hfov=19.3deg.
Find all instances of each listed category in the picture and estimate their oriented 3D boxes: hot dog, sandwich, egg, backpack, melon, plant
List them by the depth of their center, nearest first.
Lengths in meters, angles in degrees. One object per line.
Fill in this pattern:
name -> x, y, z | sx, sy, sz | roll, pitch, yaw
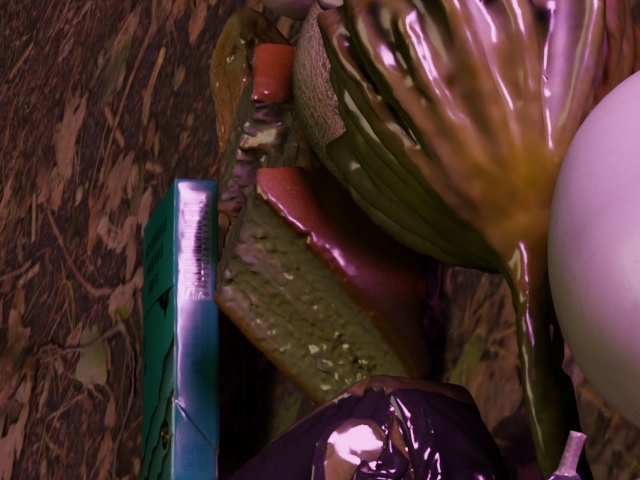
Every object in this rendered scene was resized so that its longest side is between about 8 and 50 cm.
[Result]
egg -> 0.175, -0.001, 0.826 | 0.151, 0.151, 0.209 | -53, 19, 39
plant -> 0.125, -0.009, 0.938 | 0.333, 0.180, 0.251 | 63, 179, 36
backpack -> 0.028, 0.209, 1.009 | 0.207, 0.140, 0.253 | -43, 50, 32
melon -> 0.052, -0.108, 1.174 | 0.139, 0.139, 0.192 | -44, 35, 48
sandwich -> 0.000, 0.000, 1.237 | 0.122, 0.128, 0.236 | 120, 154, -46
hot dog -> -0.036, -0.066, 1.413 | 0.084, 0.073, 0.242 | 126, 147, -45

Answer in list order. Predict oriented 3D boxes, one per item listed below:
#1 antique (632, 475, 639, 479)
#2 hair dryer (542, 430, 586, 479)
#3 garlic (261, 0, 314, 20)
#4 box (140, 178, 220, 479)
antique -> 0.197, 0.201, 0.686 | 0.150, 0.125, 0.284 | -52, 33, 41
hair dryer -> 0.092, 0.180, 0.691 | 0.124, 0.071, 0.219 | 172, 100, -84
garlic -> 0.023, -0.288, 1.298 | 0.203, 0.184, 0.281 | -101, 29, -80
box -> -0.108, 0.081, 1.437 | 0.161, 0.042, 0.226 | 135, 136, -72
